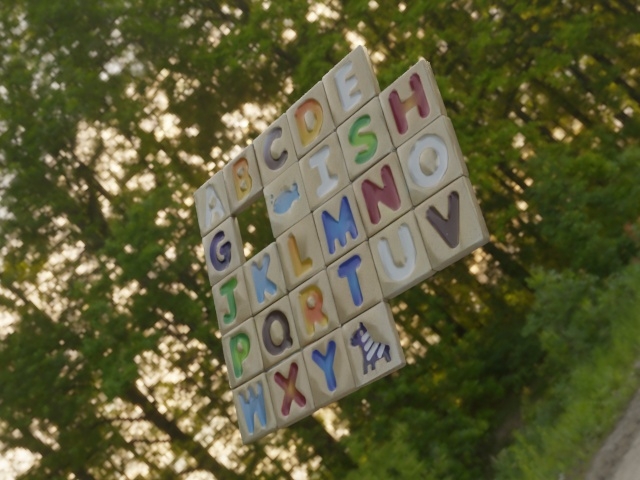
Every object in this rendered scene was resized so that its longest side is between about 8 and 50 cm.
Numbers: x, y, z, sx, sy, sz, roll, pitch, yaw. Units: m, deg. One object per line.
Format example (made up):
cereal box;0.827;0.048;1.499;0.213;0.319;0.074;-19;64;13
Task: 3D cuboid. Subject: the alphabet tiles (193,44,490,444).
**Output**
alphabet tiles;0.000;0.000;0.537;0.009;0.198;0.237;8;-32;-41
